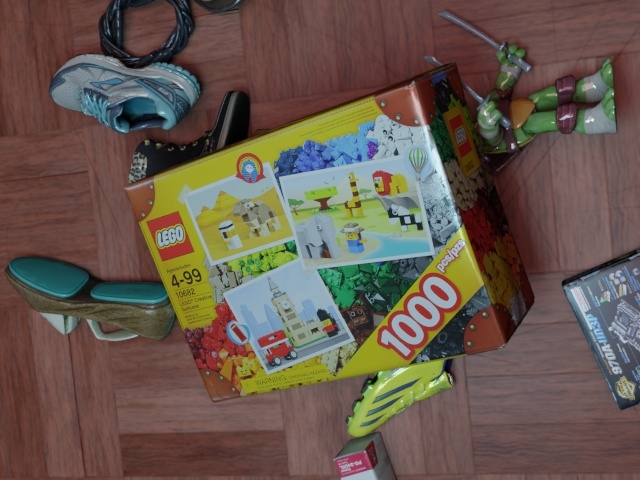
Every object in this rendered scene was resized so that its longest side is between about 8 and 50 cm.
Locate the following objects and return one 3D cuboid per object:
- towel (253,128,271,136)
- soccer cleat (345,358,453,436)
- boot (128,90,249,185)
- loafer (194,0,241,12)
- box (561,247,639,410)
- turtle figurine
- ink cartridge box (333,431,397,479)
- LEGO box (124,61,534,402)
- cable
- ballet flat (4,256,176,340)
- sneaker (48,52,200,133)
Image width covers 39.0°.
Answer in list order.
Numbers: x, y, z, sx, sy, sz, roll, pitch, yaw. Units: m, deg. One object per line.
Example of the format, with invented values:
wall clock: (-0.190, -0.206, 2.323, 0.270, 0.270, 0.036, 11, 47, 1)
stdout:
towel: (0.000, 0.000, 1.553, 0.271, 0.040, 0.370, 5, 94, 15)
soccer cleat: (0.151, 0.233, 1.500, 0.121, 0.093, 0.289, 37, 105, 1)
boot: (-0.232, -0.164, 1.583, 0.179, 0.085, 0.236, 19, 98, 17)
loafer: (-0.257, -0.544, 1.531, 0.134, 0.130, 0.366, -38, 84, 16)
box: (0.502, 0.131, 1.406, 0.175, 0.051, 0.220, -26, 87, 17)
turtle figurine: (0.300, -0.233, 1.359, 0.266, 0.198, 0.274, -5, 97, 18)
ink cartridge box: (0.087, 0.415, 1.523, 0.063, 0.109, 0.150, -20, 89, 16)
LEGO box: (0.012, 0.002, 1.345, 0.500, 0.193, 0.372, -16, 99, 30)
cable: (-0.308, -0.383, 1.603, 0.184, 0.047, 0.150, -43, 83, 22)
ballet flat: (-0.424, 0.121, 1.664, 0.342, 0.116, 0.124, 9, 117, 12)
sneaker: (-0.358, -0.248, 1.571, 0.283, 0.122, 0.110, 3, 140, 18)
